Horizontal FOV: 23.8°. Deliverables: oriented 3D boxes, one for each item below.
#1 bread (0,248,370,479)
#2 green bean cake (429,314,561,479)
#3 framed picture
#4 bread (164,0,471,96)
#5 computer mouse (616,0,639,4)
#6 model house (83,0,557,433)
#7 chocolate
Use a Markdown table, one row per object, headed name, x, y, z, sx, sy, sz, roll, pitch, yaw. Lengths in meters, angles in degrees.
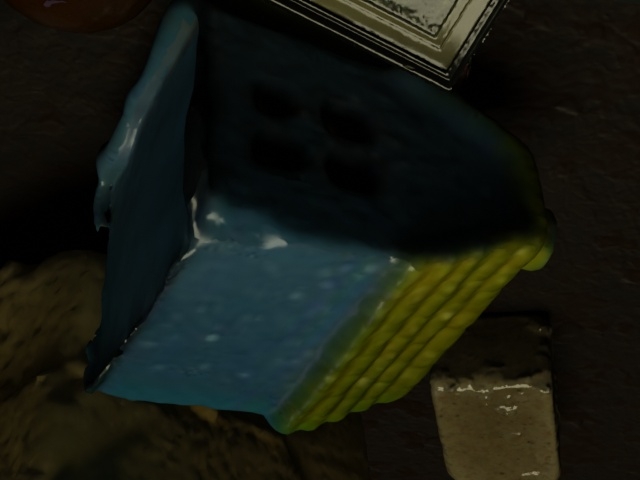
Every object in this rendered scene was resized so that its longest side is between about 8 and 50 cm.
| name | x | y | z | sx | sy | sz | roll | pitch | yaw |
| --- | --- | --- | --- | --- | --- | --- | --- | --- | --- |
| bread | -0.194 | 0.203 | 1.284 | 0.371 | 0.279 | 0.390 | -26 | 144 | 35 |
| green bean cake | 0.161 | 0.150 | 1.377 | 0.109 | 0.085 | 0.179 | -3 | 139 | 9 |
| framed picture | 0.045 | -0.211 | 0.972 | 0.195 | 0.010 | 0.199 | 25 | 126 | -9 |
| bread | -0.003 | -0.140 | 1.091 | 0.228 | 0.034 | 0.228 | 3 | 140 | 2 |
| computer mouse | 0.266 | -0.205 | 0.957 | 0.232 | 0.057 | 0.120 | -4 | 139 | 12 |
| model house | 0.000 | 0.000 | 1.074 | 0.303 | 0.216 | 0.237 | 17 | 138 | -18 |
| chocolate | -0.155 | -0.196 | 1.003 | 0.124 | 0.127 | 0.133 | 12 | 167 | 44 |
